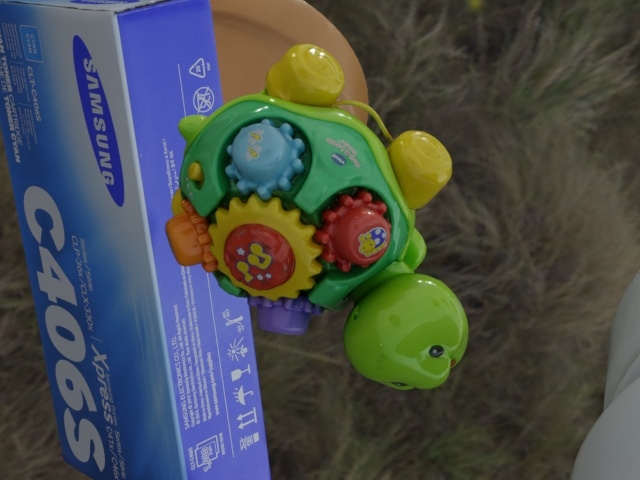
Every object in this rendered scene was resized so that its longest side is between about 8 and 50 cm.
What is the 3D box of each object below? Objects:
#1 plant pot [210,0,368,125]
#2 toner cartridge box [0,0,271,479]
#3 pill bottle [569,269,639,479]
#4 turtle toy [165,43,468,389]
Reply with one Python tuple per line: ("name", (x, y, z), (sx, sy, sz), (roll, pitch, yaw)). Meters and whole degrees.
("plant pot", (-0.108, -0.077, 1.219), (0.291, 0.291, 0.203), (34, 39, -21))
("toner cartridge box", (-0.129, 0.008, 0.865), (0.075, 0.165, 0.347), (-22, 114, -38))
("pill bottle", (0.139, 0.118, 0.324), (0.160, 0.160, 0.283), (41, 34, -16))
("turtle toy", (0.000, 0.000, 0.458), (0.130, 0.095, 0.066), (38, 37, -5))
